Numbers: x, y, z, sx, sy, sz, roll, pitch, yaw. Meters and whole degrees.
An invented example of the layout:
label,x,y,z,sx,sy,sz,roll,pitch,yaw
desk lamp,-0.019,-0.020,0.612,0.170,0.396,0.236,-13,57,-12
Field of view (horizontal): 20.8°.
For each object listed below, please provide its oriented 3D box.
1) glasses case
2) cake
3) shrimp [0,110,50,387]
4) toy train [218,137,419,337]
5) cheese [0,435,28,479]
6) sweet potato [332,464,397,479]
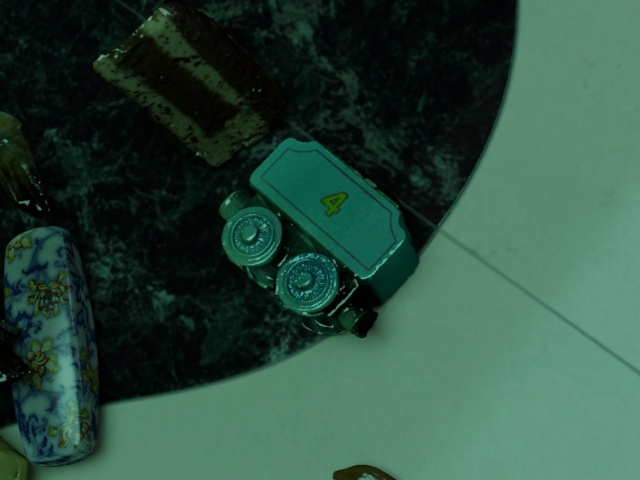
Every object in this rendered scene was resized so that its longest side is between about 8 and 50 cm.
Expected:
label,x,y,z,sx,sy,sz,roll,pitch,yaw
glasses case,-0.274,0.107,1.781,0.087,0.065,0.248,-16,69,24
cake,-0.118,-0.149,1.705,0.112,0.246,0.135,-42,87,5
shrimp,-0.364,-0.003,1.806,0.233,0.071,0.365,-47,51,8
toy train,0.000,0.000,1.696,0.198,0.107,0.154,41,85,23
cheese,-0.456,0.284,1.776,0.259,0.128,0.316,34,84,31
sweet potato,0.056,0.236,1.656,0.095,0.034,0.034,23,85,12
